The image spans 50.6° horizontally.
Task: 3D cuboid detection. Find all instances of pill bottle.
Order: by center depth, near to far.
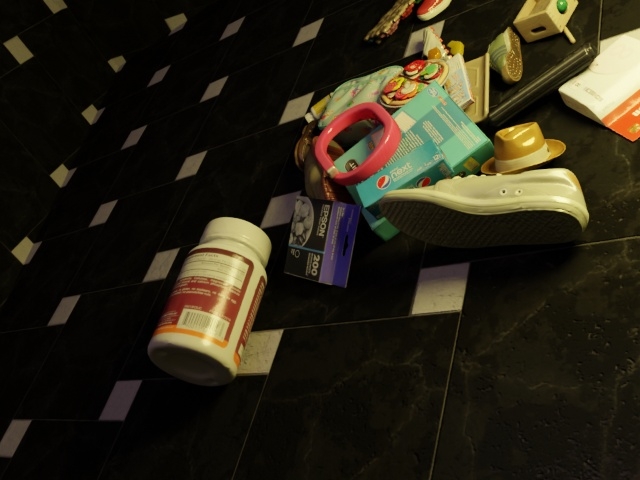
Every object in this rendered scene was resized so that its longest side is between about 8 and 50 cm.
[{"bbox_3d":[-0.267,0.148,1.722,0.224,0.224,0.392,-14,45,36],"label":"pill bottle"},{"bbox_3d":[0.010,-0.411,2.150,0.116,0.065,0.065,-34,37,14],"label":"pill bottle"}]

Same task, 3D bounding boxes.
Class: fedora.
[{"bbox_3d":[0.428,-0.205,1.458,0.194,0.079,0.194,-19,17,6],"label":"fedora"}]

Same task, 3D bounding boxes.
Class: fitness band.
[{"bbox_3d":[0.087,-0.244,1.664,0.209,0.054,0.291,-40,31,8],"label":"fitness band"}]

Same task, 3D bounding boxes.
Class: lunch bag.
[{"bbox_3d":[0.131,-0.392,1.973,0.279,0.108,0.224,-4,52,42],"label":"lunch bag"}]

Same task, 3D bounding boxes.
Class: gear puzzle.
[{"bbox_3d":[0.289,-0.782,2.262,0.339,0.044,0.175,-50,20,-11],"label":"gear puzzle"}]

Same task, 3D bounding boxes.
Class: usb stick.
[{"bbox_3d":[0.507,-0.356,1.566,0.278,0.045,0.077,-35,5,33],"label":"usb stick"}]

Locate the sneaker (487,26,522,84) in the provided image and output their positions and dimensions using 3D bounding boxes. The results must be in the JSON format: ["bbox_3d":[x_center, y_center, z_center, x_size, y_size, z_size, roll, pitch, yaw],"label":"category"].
[{"bbox_3d":[0.470,-0.462,1.757,0.086,0.064,0.192,-30,40,45],"label":"sneaker"}]

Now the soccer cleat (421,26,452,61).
[{"bbox_3d":[0.326,-0.566,1.996,0.076,0.068,0.196,-34,39,19],"label":"soccer cleat"}]

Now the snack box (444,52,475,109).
[{"bbox_3d":[0.351,-0.405,1.746,0.064,0.022,0.178,-30,46,31],"label":"snack box"}]

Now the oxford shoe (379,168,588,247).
[{"bbox_3d":[0.332,-0.074,1.408,0.449,0.169,0.130,0,54,37],"label":"oxford shoe"}]

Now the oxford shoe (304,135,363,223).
[{"bbox_3d":[0.030,-0.133,1.840,0.130,0.123,0.348,-60,29,36],"label":"oxford shoe"}]

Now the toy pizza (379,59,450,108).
[{"bbox_3d":[0.244,-0.421,1.782,0.201,0.032,0.201,-22,36,17],"label":"toy pizza"}]

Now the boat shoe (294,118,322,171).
[{"bbox_3d":[-0.024,-0.299,2.062,0.073,0.073,0.207,-20,42,33],"label":"boat shoe"}]

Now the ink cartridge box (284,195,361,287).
[{"bbox_3d":[0.000,0.000,1.685,0.208,0.045,0.206,11,91,48],"label":"ink cartridge box"}]

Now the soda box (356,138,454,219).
[{"bbox_3d":[0.191,-0.138,1.546,0.210,0.067,0.071,-31,52,16],"label":"soda box"}]

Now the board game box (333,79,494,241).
[{"bbox_3d":[0.221,-0.196,1.653,0.336,0.079,0.254,-38,51,12],"label":"board game box"}]

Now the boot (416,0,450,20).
[{"bbox_3d":[0.359,-0.833,2.136,0.244,0.176,0.088,-51,37,-7],"label":"boot"}]

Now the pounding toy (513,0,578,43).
[{"bbox_3d":[0.589,-0.566,1.724,0.141,0.100,0.130,0,53,58],"label":"pounding toy"}]

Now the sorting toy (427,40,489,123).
[{"bbox_3d":[0.352,-0.409,1.800,0.229,0.041,0.307,-17,53,39],"label":"sorting toy"}]

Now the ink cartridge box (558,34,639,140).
[{"bbox_3d":[0.653,-0.330,1.440,0.189,0.066,0.232,-40,31,6],"label":"ink cartridge box"}]
